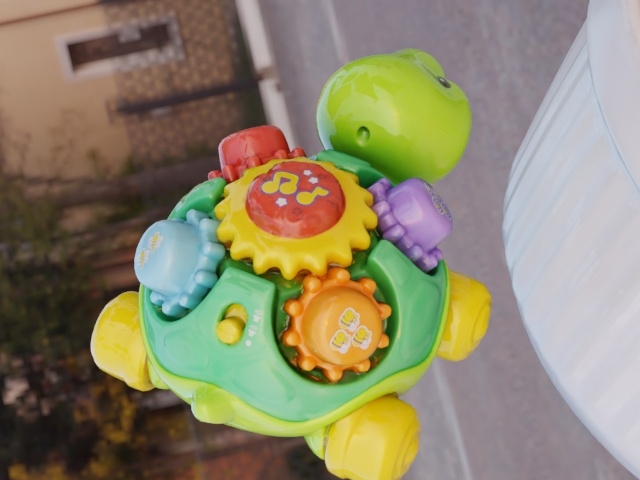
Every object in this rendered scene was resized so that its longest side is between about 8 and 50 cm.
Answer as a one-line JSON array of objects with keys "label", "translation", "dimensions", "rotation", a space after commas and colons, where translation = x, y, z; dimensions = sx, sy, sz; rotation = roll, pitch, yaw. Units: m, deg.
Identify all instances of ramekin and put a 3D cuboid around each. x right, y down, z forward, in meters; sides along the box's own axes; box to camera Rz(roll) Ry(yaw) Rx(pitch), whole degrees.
[{"label": "ramekin", "translation": [0.154, -0.002, 0.477], "dimensions": [0.109, 0.207, 0.207], "rotation": [-58, 38, 44]}]

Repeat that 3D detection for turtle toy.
[{"label": "turtle toy", "translation": [0.000, 0.000, 0.425], "dimensions": [0.130, 0.095, 0.066], "rotation": [-55, -23, -39]}]
